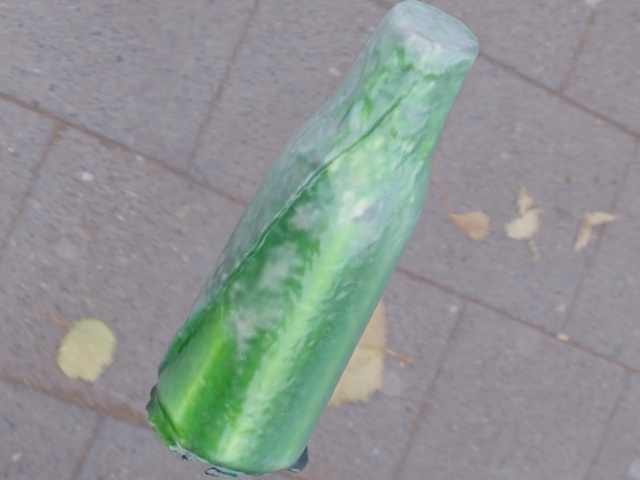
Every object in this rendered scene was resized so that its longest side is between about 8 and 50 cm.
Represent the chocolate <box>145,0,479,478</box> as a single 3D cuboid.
[{"bbox_3d":[0.000,0.000,0.825,0.110,0.110,0.291,14,120,-25],"label":"chocolate"}]
